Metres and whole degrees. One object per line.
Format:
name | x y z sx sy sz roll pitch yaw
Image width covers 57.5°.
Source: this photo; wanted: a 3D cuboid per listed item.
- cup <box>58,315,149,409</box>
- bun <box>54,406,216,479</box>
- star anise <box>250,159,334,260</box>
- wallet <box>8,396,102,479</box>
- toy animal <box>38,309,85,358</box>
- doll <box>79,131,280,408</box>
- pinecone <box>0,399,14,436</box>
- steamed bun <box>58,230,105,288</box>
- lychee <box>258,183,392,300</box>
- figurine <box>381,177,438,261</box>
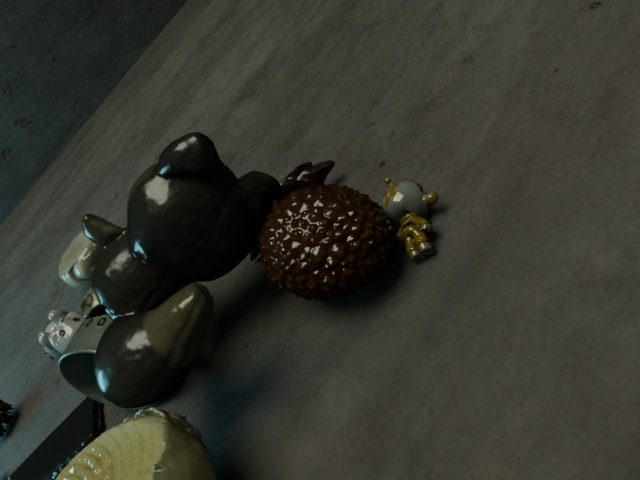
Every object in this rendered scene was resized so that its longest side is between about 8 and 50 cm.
cup | -0.330 0.171 1.117 0.258 0.186 0.234 -11 40 26
bun | -0.263 0.416 0.783 0.364 0.202 0.364 -37 24 19
star anise | -0.073 -0.064 1.130 0.272 0.102 0.271 -29 40 28
wallet | -0.552 0.447 1.199 0.285 0.030 0.146 -46 31 4
toy animal | -0.551 0.218 1.336 0.221 0.130 0.103 -8 37 38
doll | -0.210 0.041 0.942 0.382 0.252 0.378 -45 53 26
pinecone | -0.795 0.431 1.404 0.102 0.102 0.109 -32 50 20
steamed bun | -0.623 0.050 1.581 0.183 0.106 0.182 -31 38 28
lychee | 0.000 0.000 0.924 0.238 0.200 0.200 12 66 47
figurine | 0.136 -0.033 0.922 0.101 0.068 0.143 -15 63 46
